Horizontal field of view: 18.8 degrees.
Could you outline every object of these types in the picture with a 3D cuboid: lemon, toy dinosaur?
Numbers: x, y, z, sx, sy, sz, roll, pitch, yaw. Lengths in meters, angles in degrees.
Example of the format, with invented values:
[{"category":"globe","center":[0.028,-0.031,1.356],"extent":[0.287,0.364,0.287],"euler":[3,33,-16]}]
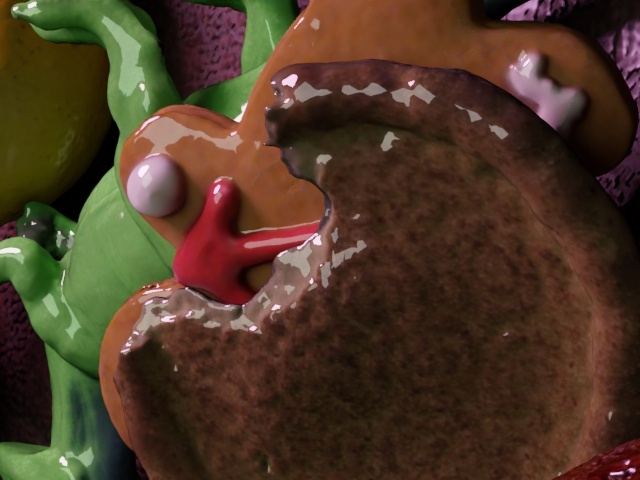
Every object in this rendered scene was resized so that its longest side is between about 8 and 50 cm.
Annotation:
[{"category":"lemon","center":[-0.224,-0.120,1.215],"extent":[0.204,0.204,0.260],"euler":[-9,73,46]},{"category":"toy dinosaur","center":[-0.012,0.027,1.035],"extent":[0.500,0.144,0.375],"euler":[4,100,35]}]

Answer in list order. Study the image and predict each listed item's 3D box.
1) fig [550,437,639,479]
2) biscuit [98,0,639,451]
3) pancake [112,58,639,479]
[{"category":"fig","center":[0.167,0.179,0.804],"extent":[0.201,0.133,0.146],"euler":[68,162,4]},{"category":"biscuit","center":[0.000,0.000,0.964],"extent":[0.216,0.047,0.340],"euler":[42,115,0]},{"category":"pancake","center":[0.024,0.054,0.929],"extent":[0.288,0.033,0.286],"euler":[-12,105,25]}]
